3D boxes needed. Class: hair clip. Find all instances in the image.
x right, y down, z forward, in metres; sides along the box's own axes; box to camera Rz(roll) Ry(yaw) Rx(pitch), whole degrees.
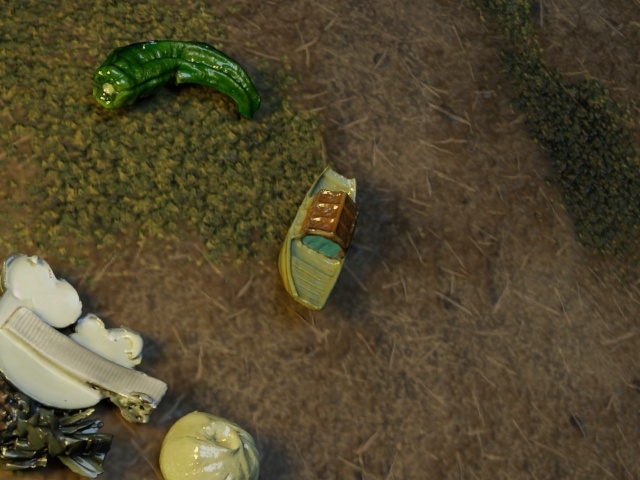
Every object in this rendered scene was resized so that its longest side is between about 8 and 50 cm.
[{"bbox_3d":[-0.206,0.090,1.169,0.172,0.049,0.116,33,43,-4],"label":"hair clip"}]

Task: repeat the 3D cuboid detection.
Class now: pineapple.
[{"bbox_3d":[-0.236,0.141,1.099,0.159,0.074,0.074,22,49,-21],"label":"pineapple"}]

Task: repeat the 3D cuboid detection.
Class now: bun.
[{"bbox_3d":[-0.087,0.178,1.173,0.086,0.055,0.086,17,50,-22],"label":"bun"}]

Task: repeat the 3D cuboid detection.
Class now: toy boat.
[{"bbox_3d":[0.000,0.000,1.348,0.065,0.066,0.172,30,48,-15],"label":"toy boat"}]

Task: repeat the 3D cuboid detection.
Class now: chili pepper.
[{"bbox_3d":[-0.142,-0.157,1.384,0.182,0.050,0.073,-2,52,-36],"label":"chili pepper"}]
